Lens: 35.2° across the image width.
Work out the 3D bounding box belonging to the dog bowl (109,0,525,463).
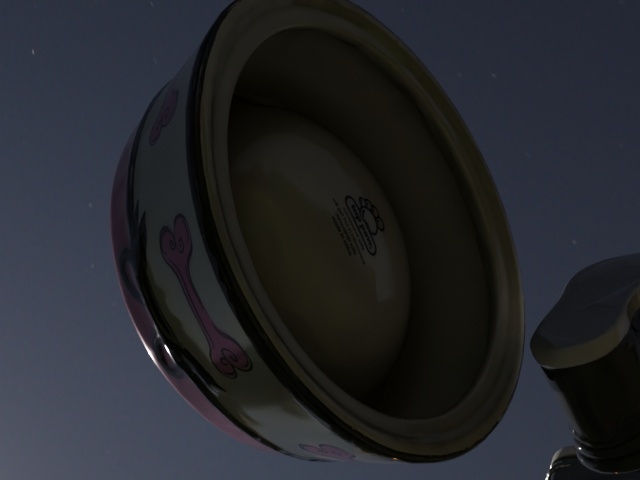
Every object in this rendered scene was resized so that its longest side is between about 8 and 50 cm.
[{"bbox_3d":[0.000,0.000,0.855,0.150,0.408,0.408,-25,-48,36],"label":"dog bowl"}]

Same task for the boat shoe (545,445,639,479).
[{"bbox_3d":[0.434,0.341,1.244,0.319,0.099,0.116,9,-56,24],"label":"boat shoe"}]

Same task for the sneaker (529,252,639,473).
[{"bbox_3d":[0.282,0.105,0.913,0.104,0.296,0.147,-12,-78,36],"label":"sneaker"}]
